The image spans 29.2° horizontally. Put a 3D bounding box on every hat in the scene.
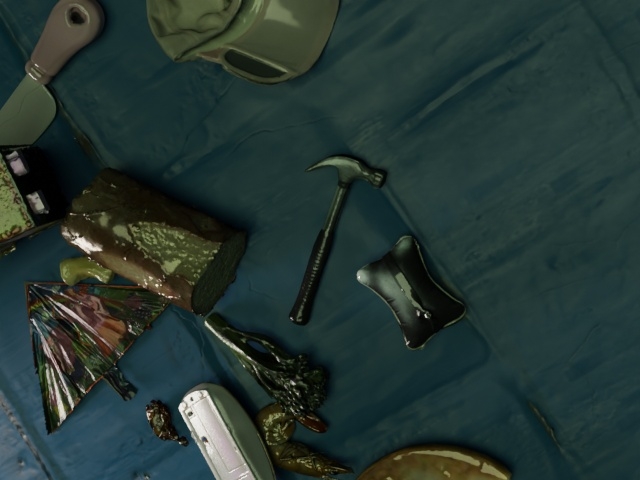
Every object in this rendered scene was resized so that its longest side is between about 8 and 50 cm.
[{"bbox_3d":[-0.097,-0.325,1.596,0.226,0.164,0.219,13,107,-27],"label":"hat"}]

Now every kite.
[{"bbox_3d":[-0.343,0.136,1.783,0.234,0.016,0.321,45,108,5],"label":"kite"}]

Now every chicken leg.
[{"bbox_3d":[-0.224,0.267,1.769,0.036,0.021,0.083,-32,91,9],"label":"chicken leg"}]

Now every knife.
[{"bbox_3d":[-0.402,-0.204,1.731,0.081,0.043,0.336,37,114,-4],"label":"knife"}]

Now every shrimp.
[{"bbox_3d":[-0.022,0.278,1.712,0.162,0.045,0.095,16,84,17],"label":"shrimp"}]

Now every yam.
[{"bbox_3d":[-0.230,-0.005,1.669,0.238,0.129,0.128,28,142,10],"label":"yam"}]

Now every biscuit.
[{"bbox_3d":[0.121,0.402,1.688,0.204,0.040,0.309,25,106,9],"label":"biscuit"}]

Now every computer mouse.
[{"bbox_3d":[-0.125,0.290,1.719,0.102,0.045,0.199,-37,81,41],"label":"computer mouse"}]

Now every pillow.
[{"bbox_3d":[0.120,0.070,1.619,0.091,0.055,0.136,-39,86,38],"label":"pillow"}]

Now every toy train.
[{"bbox_3d":[-0.445,-0.040,1.660,0.177,0.261,0.134,-25,95,2],"label":"toy train"}]

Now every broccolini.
[{"bbox_3d":[-0.082,0.171,1.687,0.202,0.068,0.091,29,114,9],"label":"broccolini"}]

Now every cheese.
[{"bbox_3d":[-0.330,0.043,1.750,0.083,0.030,0.044,-7,78,13],"label":"cheese"}]

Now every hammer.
[{"bbox_3d":[0.000,0.000,1.653,0.103,0.029,0.246,24,107,10],"label":"hammer"}]
